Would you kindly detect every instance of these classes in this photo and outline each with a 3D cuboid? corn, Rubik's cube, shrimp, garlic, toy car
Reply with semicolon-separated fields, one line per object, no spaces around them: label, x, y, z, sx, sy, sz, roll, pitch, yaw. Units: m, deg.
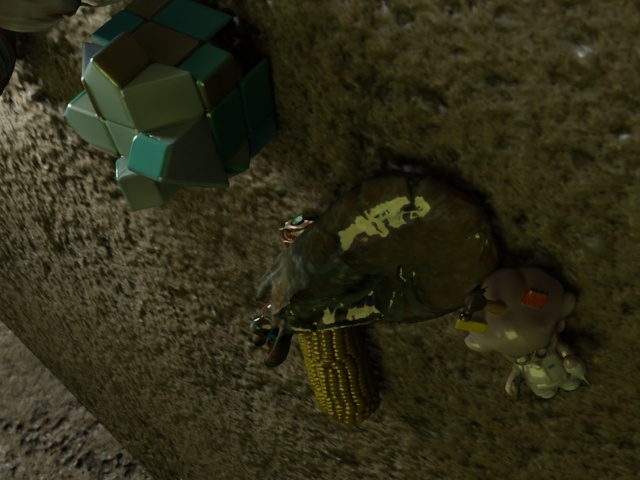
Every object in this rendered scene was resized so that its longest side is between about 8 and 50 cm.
corn;0.022;0.181;1.358;0.106;0.106;0.305;16;140;35
Rubik's cube;-0.195;-0.159;1.065;0.224;0.213;0.265;25;148;23
shrimp;0.049;0.054;1.127;0.221;0.110;0.445;38;136;-18
garlic;-0.355;-0.328;1.056;0.256;0.207;0.207;24;146;13
toy car;0.000;0.000;1.222;0.122;0.035;0.059;11;135;41

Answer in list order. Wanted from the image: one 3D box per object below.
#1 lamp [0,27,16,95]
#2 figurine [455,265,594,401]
lamp;-0.586;-0.299;1.304;0.233;0.233;0.265;37;155;7
figurine;0.246;0.107;1.021;0.137;0.112;0.229;-22;124;24
